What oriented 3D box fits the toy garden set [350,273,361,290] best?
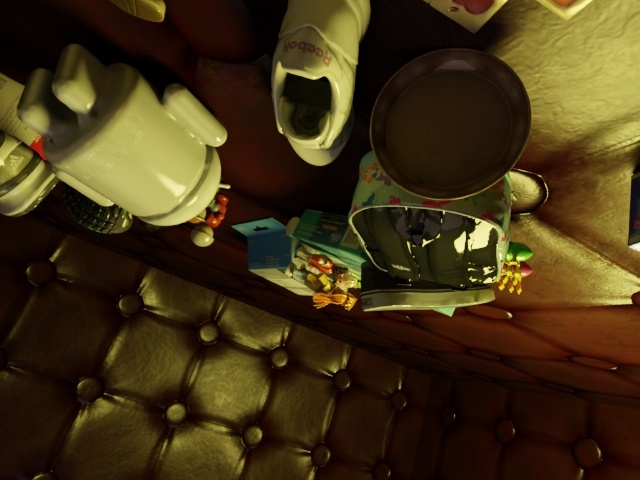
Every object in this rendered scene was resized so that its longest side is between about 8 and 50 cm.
[{"bbox_3d":[0.179,0.151,1.311,0.204,0.049,0.244,29,158,-26],"label":"toy garden set"}]

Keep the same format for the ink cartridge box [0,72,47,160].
[{"bbox_3d":[-0.631,-0.247,0.855,0.231,0.134,0.078,30,157,-27],"label":"ink cartridge box"}]

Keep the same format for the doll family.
[{"bbox_3d":[0.011,0.108,1.007,0.163,0.118,0.263,27,174,17],"label":"doll family"}]

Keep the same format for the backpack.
[{"bbox_3d":[0.161,-0.045,0.594,0.225,0.191,0.253,6,164,25],"label":"backpack"}]

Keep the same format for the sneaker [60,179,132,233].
[{"bbox_3d":[-0.528,-0.136,0.981,0.343,0.134,0.146,46,-173,30],"label":"sneaker"}]

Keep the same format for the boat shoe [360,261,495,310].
[{"bbox_3d":[0.211,0.080,0.795,0.306,0.105,0.113,1,166,-21],"label":"boat shoe"}]

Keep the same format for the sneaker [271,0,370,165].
[{"bbox_3d":[-0.019,-0.162,0.507,0.114,0.152,0.305,15,162,4],"label":"sneaker"}]

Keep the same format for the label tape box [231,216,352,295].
[{"bbox_3d":[-0.102,0.065,1.252,0.333,0.106,0.240,32,156,-33],"label":"label tape box"}]

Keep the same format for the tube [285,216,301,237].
[{"bbox_3d":[0.000,0.000,1.085,0.207,0.052,0.080,27,169,-40],"label":"tube"}]

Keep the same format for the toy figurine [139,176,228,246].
[{"bbox_3d":[-0.341,-0.092,0.986,0.213,0.148,0.209,20,160,-3],"label":"toy figurine"}]

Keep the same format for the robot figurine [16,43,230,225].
[{"bbox_3d":[-0.317,-0.156,0.715,0.300,0.200,0.353,-22,145,18],"label":"robot figurine"}]

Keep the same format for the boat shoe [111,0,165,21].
[{"bbox_3d":[-0.240,-0.308,0.472,0.135,0.045,0.050,27,169,-14],"label":"boat shoe"}]

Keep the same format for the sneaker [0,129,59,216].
[{"bbox_3d":[-0.723,-0.162,0.784,0.447,0.169,0.257,-6,141,32],"label":"sneaker"}]

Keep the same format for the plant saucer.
[{"bbox_3d":[0.141,-0.127,0.457,0.168,0.168,0.029,12,180,18],"label":"plant saucer"}]

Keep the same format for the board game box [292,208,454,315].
[{"bbox_3d":[0.134,0.049,0.959,0.336,0.079,0.254,32,170,-35],"label":"board game box"}]

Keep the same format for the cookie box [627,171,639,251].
[{"bbox_3d":[0.421,-0.045,0.482,0.040,0.107,0.092,22,159,-5],"label":"cookie box"}]

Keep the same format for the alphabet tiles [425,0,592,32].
[{"bbox_3d":[0.139,-0.285,0.242,0.285,0.011,0.342,23,160,-13],"label":"alphabet tiles"}]

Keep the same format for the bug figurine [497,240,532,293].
[{"bbox_3d":[0.311,0.029,0.827,0.216,0.072,0.279,14,166,32],"label":"bug figurine"}]
